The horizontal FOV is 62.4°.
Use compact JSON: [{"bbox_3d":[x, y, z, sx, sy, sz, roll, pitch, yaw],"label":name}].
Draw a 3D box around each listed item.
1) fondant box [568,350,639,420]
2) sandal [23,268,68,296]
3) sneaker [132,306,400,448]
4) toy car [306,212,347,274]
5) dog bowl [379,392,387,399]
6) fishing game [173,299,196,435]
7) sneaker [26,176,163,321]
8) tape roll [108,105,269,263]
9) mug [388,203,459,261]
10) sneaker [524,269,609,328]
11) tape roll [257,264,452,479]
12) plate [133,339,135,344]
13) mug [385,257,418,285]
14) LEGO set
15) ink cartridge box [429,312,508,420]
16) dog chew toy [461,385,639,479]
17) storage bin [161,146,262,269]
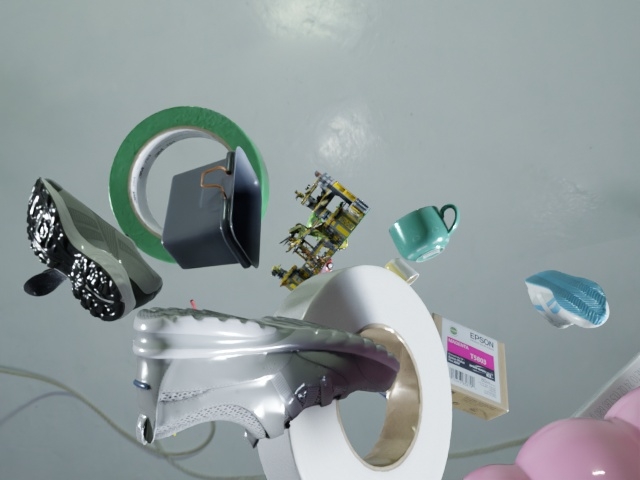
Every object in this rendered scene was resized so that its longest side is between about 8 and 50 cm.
[{"bbox_3d":[0.463,0.285,0.593,0.330,0.096,0.238,44,119,27],"label":"fondant box"},{"bbox_3d":[-0.803,0.109,1.591,0.179,0.040,0.067,-38,116,-37],"label":"sandal"},{"bbox_3d":[-0.045,0.132,0.497,0.281,0.105,0.115,13,83,-34],"label":"sneaker"},{"bbox_3d":[0.000,0.000,1.679,0.053,0.239,0.225,-6,51,-24],"label":"toy car"},{"bbox_3d":[0.269,0.365,1.587,0.264,0.104,0.265,-21,46,24],"label":"dog bowl"},{"bbox_3d":[-0.288,0.260,1.089,0.041,0.264,0.189,-5,125,7],"label":"fishing game"},{"bbox_3d":[-0.347,0.008,0.796,0.271,0.108,0.100,44,119,16],"label":"sneaker"},{"bbox_3d":[-0.268,-0.110,1.093,0.321,0.077,0.322,0,88,5],"label":"tape roll"},{"bbox_3d":[0.246,-0.014,1.242,0.129,0.158,0.098,-10,68,-34],"label":"mug"},{"bbox_3d":[0.487,0.127,1.031,0.087,0.229,0.092,-23,101,1],"label":"sneaker"},{"bbox_3d":[0.068,0.232,0.787,0.072,0.392,0.392,-14,81,41],"label":"tape roll"},{"bbox_3d":[-0.352,0.361,1.499,0.277,0.045,0.278,-9,117,10],"label":"plate"},{"bbox_3d":[0.175,0.075,1.199,0.064,0.078,0.062,51,129,19],"label":"mug"},{"bbox_3d":[-0.032,-0.031,1.411,0.192,0.255,0.331,39,127,2],"label":"LEGO set"},{"bbox_3d":[0.349,0.315,1.325,0.234,0.088,0.193,23,50,-13],"label":"ink cartridge box"},{"bbox_3d":[0.270,0.246,0.472,0.331,0.206,0.207,-14,83,0],"label":"dog chew toy"},{"bbox_3d":[-0.125,-0.033,0.599,0.091,0.098,0.135,-12,51,10],"label":"storage bin"}]
